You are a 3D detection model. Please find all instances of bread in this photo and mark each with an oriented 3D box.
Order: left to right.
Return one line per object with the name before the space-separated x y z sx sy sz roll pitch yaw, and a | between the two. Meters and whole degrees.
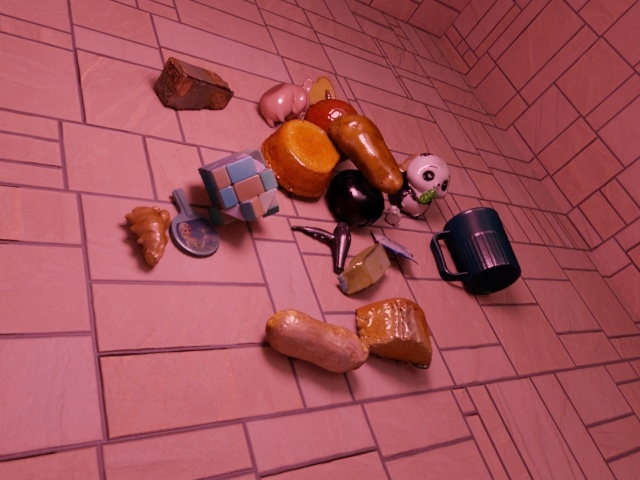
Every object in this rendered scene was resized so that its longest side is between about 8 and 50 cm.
bread | -0.068 -0.308 1.949 0.312 0.172 0.312 23 44 -24
bread | -0.005 -0.640 2.390 0.065 0.150 0.187 63 9 -80
bread | 0.245 0.272 1.661 0.262 0.162 0.204 14 42 -18

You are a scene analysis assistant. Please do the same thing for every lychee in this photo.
lychee | 0.048 -0.463 2.150 0.255 0.255 0.299 4 61 -38

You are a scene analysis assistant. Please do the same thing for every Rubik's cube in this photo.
Rubik's cube | -0.251 -0.151 1.623 0.224 0.265 0.212 -26 111 -17

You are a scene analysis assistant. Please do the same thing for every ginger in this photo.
ginger | -0.463 -0.031 1.426 0.115 0.081 0.205 54 16 -39
ginger | 0.465 -0.316 2.459 0.193 0.123 0.115 51 19 4

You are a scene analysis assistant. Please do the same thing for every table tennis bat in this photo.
table tennis bat | -0.381 -0.054 1.554 0.149 0.038 0.237 -6 61 -43

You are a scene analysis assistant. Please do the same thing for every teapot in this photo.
teapot | 0.287 -0.107 2.152 0.083 0.064 0.064 4 34 4

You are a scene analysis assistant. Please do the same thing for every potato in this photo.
potato | 0.179 -0.323 1.936 0.176 0.195 0.369 -31 77 -16

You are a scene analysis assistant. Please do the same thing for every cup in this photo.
cup | 0.639 0.042 2.154 0.308 0.242 0.292 15 47 -33

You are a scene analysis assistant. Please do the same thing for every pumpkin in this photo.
pumpkin | 0.133 -0.161 1.986 0.233 0.163 0.233 26 41 -25

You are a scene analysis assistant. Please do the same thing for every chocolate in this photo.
chocolate | -0.012 0.282 1.469 0.309 0.134 0.134 22 42 -17

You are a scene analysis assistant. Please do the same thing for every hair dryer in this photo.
hair dryer | 0.000 0.000 1.816 0.219 0.075 0.195 18 52 -12

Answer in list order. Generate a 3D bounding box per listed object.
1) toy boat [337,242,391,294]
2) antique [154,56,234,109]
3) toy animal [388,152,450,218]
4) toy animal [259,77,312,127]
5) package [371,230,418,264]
toy boat | 0.163 0.092 1.816 0.276 0.084 0.111 -33 99 -52
antique | -0.441 -0.557 1.919 0.284 0.150 0.125 -10 59 -54
toy animal | 0.424 -0.231 2.221 0.213 0.267 0.212 24 45 -26
toy animal | -0.143 -0.564 2.158 0.250 0.167 0.154 -33 106 -48
package | 0.279 0.025 1.993 0.171 0.027 0.173 28 16 -16
